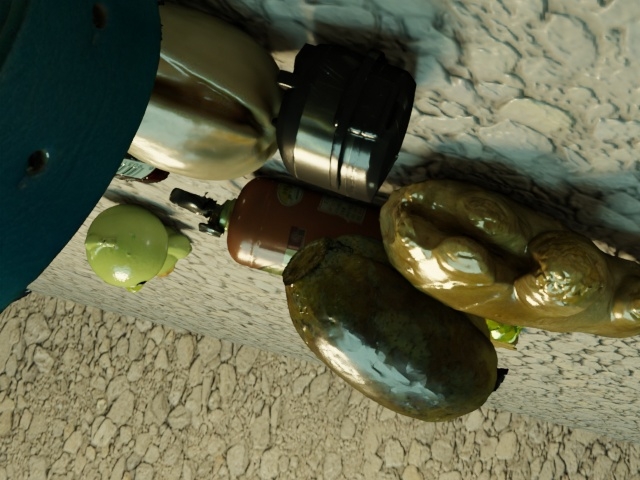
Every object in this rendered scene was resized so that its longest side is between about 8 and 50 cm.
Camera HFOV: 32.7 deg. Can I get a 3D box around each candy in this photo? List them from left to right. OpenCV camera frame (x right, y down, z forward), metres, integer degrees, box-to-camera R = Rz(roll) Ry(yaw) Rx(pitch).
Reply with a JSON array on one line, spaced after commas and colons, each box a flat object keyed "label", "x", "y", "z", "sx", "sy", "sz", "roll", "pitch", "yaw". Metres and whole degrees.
[{"label": "candy", "x": 0.337, "y": 0.126, "z": 1.674, "sx": 0.194, "sy": 0.062, "sz": 0.058, "roll": -8, "pitch": 110, "yaw": 43}]

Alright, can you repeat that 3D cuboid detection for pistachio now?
[{"label": "pistachio", "x": -0.120, "y": -0.127, "z": 0.897, "sx": 0.215, "sy": 0.144, "sz": 0.144, "roll": 28, "pitch": 164, "yaw": -24}]

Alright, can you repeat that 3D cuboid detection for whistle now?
[{"label": "whistle", "x": -0.287, "y": 0.026, "z": 1.788, "sx": 0.141, "sy": 0.141, "sz": 0.294, "roll": 11, "pitch": 168, "yaw": 20}]

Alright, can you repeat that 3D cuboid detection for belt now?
[{"label": "belt", "x": -0.317, "y": -0.076, "z": 0.743, "sx": 0.300, "sy": 0.436, "sz": 0.173, "roll": 55, "pitch": -167, "yaw": 31}]

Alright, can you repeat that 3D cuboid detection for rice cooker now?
[{"label": "rice cooker", "x": 0.021, "y": -0.096, "z": 0.896, "sx": 0.106, "sy": 0.112, "sz": 0.165, "roll": 19, "pitch": 169, "yaw": 14}]

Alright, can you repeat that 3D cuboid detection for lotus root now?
[{"label": "lotus root", "x": 0.078, "y": 0.104, "z": 1.237, "sx": 0.275, "sy": 0.152, "sz": 0.160, "roll": 37, "pitch": 124, "yaw": -15}]

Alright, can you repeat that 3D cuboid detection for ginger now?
[{"label": "ginger", "x": 0.247, "y": 0.016, "z": 1.151, "sx": 0.375, "sy": 0.166, "sz": 0.236, "roll": 2, "pitch": 160, "yaw": -15}]

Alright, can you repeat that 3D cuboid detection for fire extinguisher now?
[{"label": "fire extinguisher", "x": -0.003, "y": 0.009, "z": 1.373, "sx": 0.376, "sy": 0.113, "sz": 0.200, "roll": 16, "pitch": 160, "yaw": -2}]

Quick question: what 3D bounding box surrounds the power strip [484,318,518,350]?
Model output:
[{"label": "power strip", "x": 0.208, "y": 0.126, "z": 1.832, "sx": 0.305, "sy": 0.044, "sz": 0.064, "roll": 19, "pitch": 168, "yaw": -22}]

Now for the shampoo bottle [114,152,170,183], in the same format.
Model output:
[{"label": "shampoo bottle", "x": -0.302, "y": -0.124, "z": 1.103, "sx": 0.323, "sy": 0.084, "sz": 0.129, "roll": 10, "pitch": 169, "yaw": -36}]
